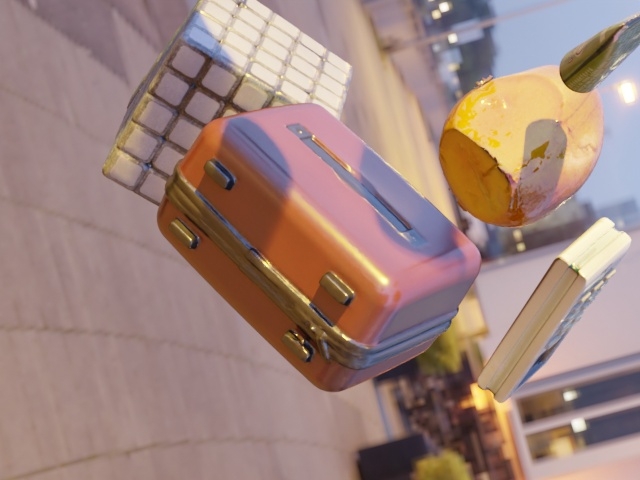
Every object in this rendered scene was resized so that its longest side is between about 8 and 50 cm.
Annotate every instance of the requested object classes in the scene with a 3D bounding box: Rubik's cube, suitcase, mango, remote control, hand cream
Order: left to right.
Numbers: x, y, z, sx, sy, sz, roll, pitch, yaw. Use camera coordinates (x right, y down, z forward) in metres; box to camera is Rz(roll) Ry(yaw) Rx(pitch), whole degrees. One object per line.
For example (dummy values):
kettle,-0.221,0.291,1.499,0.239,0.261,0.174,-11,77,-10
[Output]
Rubik's cube,-0.120,-0.164,1.942,0.238,0.237,0.237,31,29,-11
suitcase,0.000,0.000,1.533,0.297,0.161,0.236,43,30,19
mango,0.278,-0.130,1.905,0.187,0.257,0.138,56,-33,12
remote control,0.284,0.092,1.809,0.055,0.103,0.277,42,-39,16
hand cream,0.335,-0.227,1.683,0.055,0.086,0.235,58,-18,5
